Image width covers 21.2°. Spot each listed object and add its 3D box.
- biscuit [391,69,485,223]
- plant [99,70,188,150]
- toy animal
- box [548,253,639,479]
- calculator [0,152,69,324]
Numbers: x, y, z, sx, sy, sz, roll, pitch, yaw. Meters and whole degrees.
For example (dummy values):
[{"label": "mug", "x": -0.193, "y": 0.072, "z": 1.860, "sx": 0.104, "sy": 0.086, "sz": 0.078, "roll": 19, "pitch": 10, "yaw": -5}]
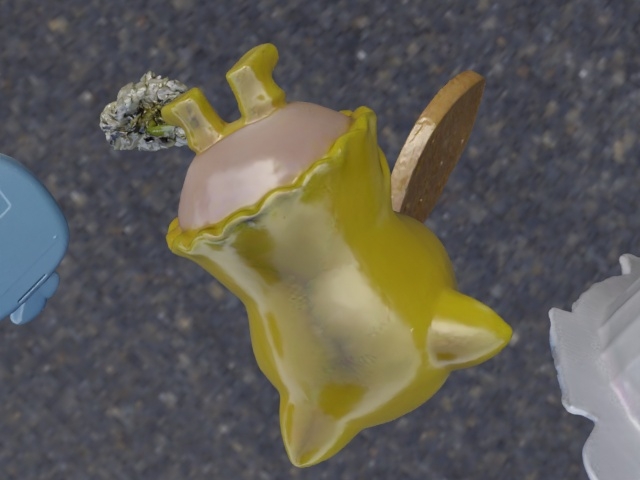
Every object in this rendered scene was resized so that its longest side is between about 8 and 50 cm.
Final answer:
[{"label": "biscuit", "x": 0.116, "y": -0.088, "z": 1.863, "sx": 0.029, "sy": 0.142, "sz": 0.221, "roll": 27, "pitch": 92, "yaw": 19}, {"label": "plant", "x": -0.195, "y": -0.133, "z": 1.995, "sx": 0.116, "sy": 0.122, "sz": 0.104, "roll": -32, "pitch": 116, "yaw": 5}, {"label": "toy animal", "x": -0.004, "y": 0.003, "z": 0.990, "sx": 0.156, "sy": 0.156, "sz": 0.230, "roll": -28, "pitch": 98, "yaw": 41}, {"label": "box", "x": 0.305, "y": 0.055, "z": 1.131, "sx": 0.262, "sy": 0.291, "sz": 0.206, "roll": 49, "pitch": 127, "yaw": 20}, {"label": "calculator", "x": -0.395, "y": 0.007, "z": 2.070, "sx": 0.042, "sy": 0.188, "sz": 0.303, "roll": 33, "pitch": 164, "yaw": 34}]
